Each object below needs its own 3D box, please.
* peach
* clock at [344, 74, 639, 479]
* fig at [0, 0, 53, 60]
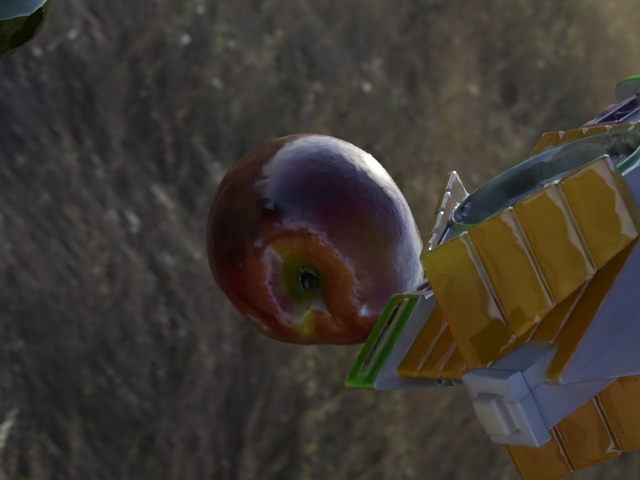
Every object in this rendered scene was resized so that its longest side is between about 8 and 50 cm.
[{"bbox_3d":[0.000,0.000,2.008,0.243,0.199,0.243,24,27,-13],"label":"peach"},{"bbox_3d":[0.172,0.013,1.171,0.309,0.235,0.166,-33,105,-27],"label":"clock"},{"bbox_3d":[-0.330,-0.225,1.618,0.203,0.203,0.225,51,43,2],"label":"fig"}]
